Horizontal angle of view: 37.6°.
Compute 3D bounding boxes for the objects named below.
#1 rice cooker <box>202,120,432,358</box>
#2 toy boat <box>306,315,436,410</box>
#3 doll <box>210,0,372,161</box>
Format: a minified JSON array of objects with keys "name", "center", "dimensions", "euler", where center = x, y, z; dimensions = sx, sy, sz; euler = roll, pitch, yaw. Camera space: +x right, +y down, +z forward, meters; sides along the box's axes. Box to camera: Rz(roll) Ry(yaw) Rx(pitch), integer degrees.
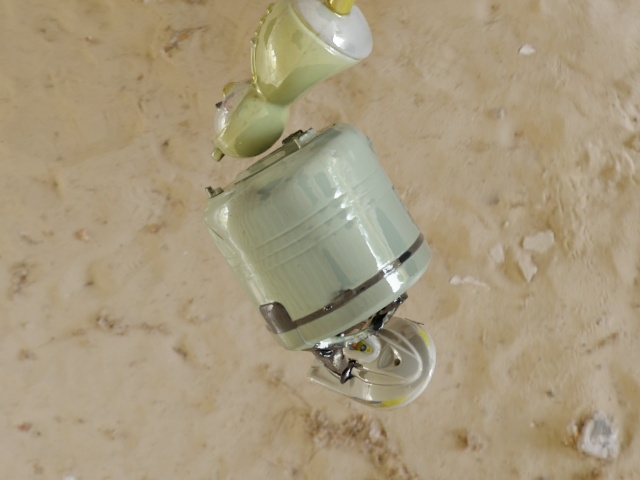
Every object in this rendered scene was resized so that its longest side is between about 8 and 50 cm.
[{"name":"rice cooker","center":[0.000,0.000,1.072],"dimensions":[0.226,0.226,0.244],"euler":[-31,96,21]},{"name":"toy boat","center":[0.057,0.154,1.309],"dimensions":[0.141,0.269,0.140],"euler":[1,87,-17]},{"name":"doll","center":[-0.046,-0.196,1.075],"dimensions":[0.117,0.141,0.296],"euler":[39,118,-19]}]
